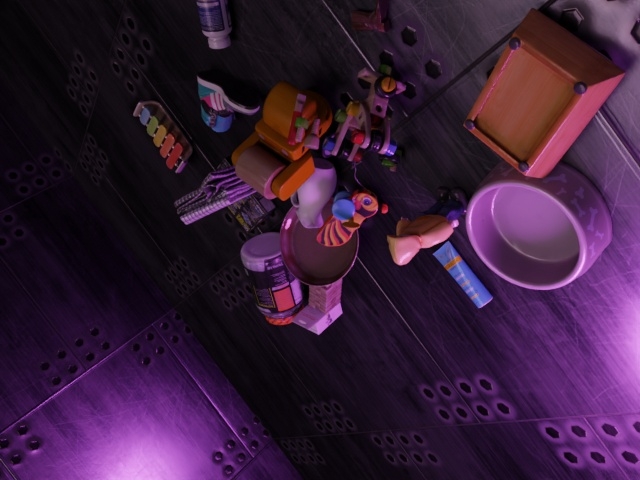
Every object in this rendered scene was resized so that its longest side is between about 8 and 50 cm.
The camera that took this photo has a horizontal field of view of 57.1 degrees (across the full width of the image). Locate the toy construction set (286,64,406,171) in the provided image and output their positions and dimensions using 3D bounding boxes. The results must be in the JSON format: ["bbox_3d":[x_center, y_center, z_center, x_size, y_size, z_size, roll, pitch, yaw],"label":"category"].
[{"bbox_3d":[0.082,-0.342,1.549,0.309,0.237,0.257,11,178,4],"label":"toy construction set"}]

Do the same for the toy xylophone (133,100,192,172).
[{"bbox_3d":[-0.652,-0.424,2.453,0.322,0.081,0.236,49,146,5],"label":"toy xylophone"}]

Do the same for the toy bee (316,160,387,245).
[{"bbox_3d":[0.114,-0.092,1.795,0.162,0.195,0.298,25,132,-3],"label":"toy bee"}]

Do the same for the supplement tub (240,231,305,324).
[{"bbox_3d":[-0.178,0.154,2.314,0.207,0.207,0.337,19,133,39],"label":"supplement tub"}]

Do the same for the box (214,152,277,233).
[{"bbox_3d":[-0.308,-0.181,2.292,0.270,0.060,0.216,53,147,0],"label":"box"}]

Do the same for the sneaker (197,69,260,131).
[{"bbox_3d":[-0.316,-0.444,2.000,0.296,0.124,0.178,38,139,33],"label":"sneaker"}]

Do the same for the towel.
[{"bbox_3d":[-0.354,-0.176,2.068,0.235,0.284,0.121,-22,98,33],"label":"towel"}]

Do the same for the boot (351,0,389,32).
[{"bbox_3d":[0.117,-0.571,1.466,0.114,0.037,0.106,24,135,41],"label":"boot"}]

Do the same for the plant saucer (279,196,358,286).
[{"bbox_3d":[0.000,0.000,1.993,0.311,0.050,0.310,0,90,30],"label":"plant saucer"}]

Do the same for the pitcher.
[{"bbox_3d":[-0.034,-0.170,1.914,0.178,0.126,0.207,44,133,39],"label":"pitcher"}]

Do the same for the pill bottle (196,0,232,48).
[{"bbox_3d":[-0.326,-0.687,1.820,0.094,0.094,0.169,26,138,33],"label":"pill bottle"}]

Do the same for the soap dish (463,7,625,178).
[{"bbox_3d":[0.446,-0.293,1.234,0.229,0.118,0.290,46,143,20],"label":"soap dish"}]

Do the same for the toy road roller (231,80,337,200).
[{"bbox_3d":[-0.108,-0.306,1.713,0.203,0.329,0.240,36,165,23],"label":"toy road roller"}]

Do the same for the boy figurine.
[{"bbox_3d":[0.267,-0.037,1.552,0.177,0.285,0.092,11,129,49],"label":"boy figurine"}]

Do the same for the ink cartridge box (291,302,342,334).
[{"bbox_3d":[-0.015,0.294,2.273,0.104,0.181,0.061,20,134,39],"label":"ink cartridge box"}]

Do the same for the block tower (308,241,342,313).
[{"bbox_3d":[0.020,0.129,2.163,0.097,0.091,0.335,34,142,27],"label":"block tower"}]

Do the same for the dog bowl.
[{"bbox_3d":[0.512,-0.031,1.434,0.349,0.102,0.348,31,140,30],"label":"dog bowl"}]

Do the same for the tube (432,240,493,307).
[{"bbox_3d":[0.417,0.100,1.718,0.207,0.052,0.080,52,135,10],"label":"tube"}]
